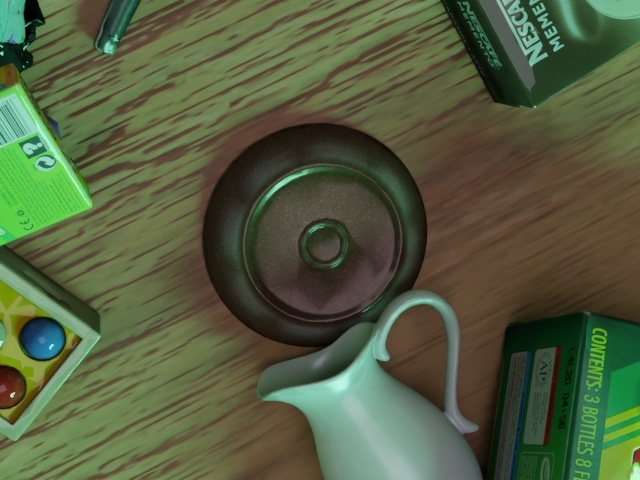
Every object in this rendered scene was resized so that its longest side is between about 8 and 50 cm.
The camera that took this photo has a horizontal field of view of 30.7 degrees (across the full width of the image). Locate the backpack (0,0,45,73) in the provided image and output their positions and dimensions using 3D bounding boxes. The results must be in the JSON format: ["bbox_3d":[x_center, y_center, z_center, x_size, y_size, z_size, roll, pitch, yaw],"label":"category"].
[{"bbox_3d":[-0.271,-0.220,0.859,0.152,0.115,0.181,10,103,-14],"label":"backpack"}]

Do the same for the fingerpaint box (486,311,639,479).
[{"bbox_3d":[0.325,0.316,0.986,0.371,0.163,0.444,14,78,-13],"label":"fingerpaint box"}]

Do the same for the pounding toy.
[{"bbox_3d":[-0.270,0.080,0.927,0.141,0.100,0.130,39,91,-15],"label":"pounding toy"}]

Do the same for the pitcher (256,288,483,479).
[{"bbox_3d":[0.073,0.159,0.994,0.178,0.125,0.207,-33,103,2],"label":"pitcher"}]

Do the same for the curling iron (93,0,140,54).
[{"bbox_3d":[-0.104,-0.267,0.925,0.068,0.035,0.274,32,93,-15],"label":"curling iron"}]

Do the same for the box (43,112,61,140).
[{"bbox_3d":[-0.356,-0.079,0.814,0.201,0.057,0.293,-40,133,16],"label":"box"}]

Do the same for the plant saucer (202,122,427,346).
[{"bbox_3d":[0.000,0.000,0.998,0.199,0.036,0.198,-2,101,-11],"label":"plant saucer"}]

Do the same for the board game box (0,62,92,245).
[{"bbox_3d":[-0.306,-0.022,0.820,0.260,0.039,0.124,-24,136,-2],"label":"board game box"}]

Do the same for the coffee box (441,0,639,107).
[{"bbox_3d":[0.231,-0.231,0.964,0.247,0.098,0.141,-33,105,-3],"label":"coffee box"}]
